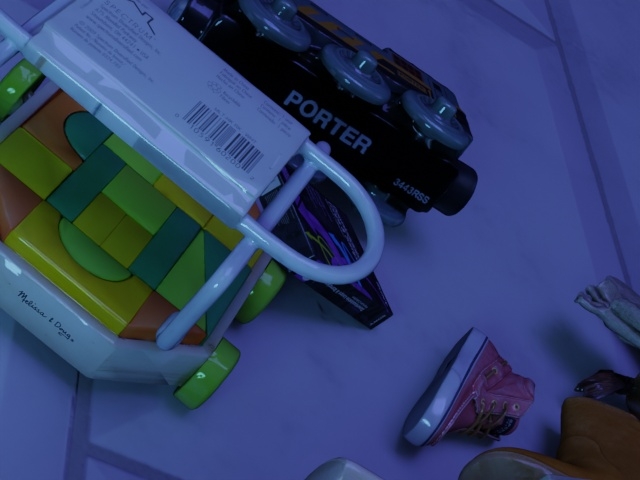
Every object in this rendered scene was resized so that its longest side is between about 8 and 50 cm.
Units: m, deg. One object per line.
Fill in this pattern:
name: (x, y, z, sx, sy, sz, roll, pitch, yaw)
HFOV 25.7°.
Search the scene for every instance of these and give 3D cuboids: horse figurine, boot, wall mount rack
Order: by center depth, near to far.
wall mount rack: (-0.106, -0.090, 0.994, 0.350, 0.130, 0.304, 40, 39, -4)
boot: (0.219, 0.203, 1.197, 0.295, 0.104, 0.211, 36, 27, -23)
horse figurine: (0.367, 0.188, 1.364, 0.263, 0.066, 0.174, 34, 0, 1)

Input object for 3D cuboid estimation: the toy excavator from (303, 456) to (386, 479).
toy excavator: (0.035, 0.305, 0.708, 0.222, 0.433, 0.445, 35, 61, -15)

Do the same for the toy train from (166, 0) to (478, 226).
toy train: (0.001, -0.142, 1.312, 0.334, 0.142, 0.190, 30, 23, -18)

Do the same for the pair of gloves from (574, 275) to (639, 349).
pair of gloves: (0.356, 0.112, 1.429, 0.204, 0.042, 0.240, 40, 10, 16)

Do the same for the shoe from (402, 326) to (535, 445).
shoe: (0.132, 0.140, 1.188, 0.081, 0.063, 0.178, 40, 27, 2)

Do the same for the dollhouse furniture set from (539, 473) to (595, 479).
dollhouse furniture set: (0.211, 0.345, 0.918, 0.286, 0.198, 0.303, 14, 43, -39)

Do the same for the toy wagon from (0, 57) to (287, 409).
toy wagon: (-0.143, -0.033, 1.073, 0.267, 0.068, 0.344, 41, 32, -7)

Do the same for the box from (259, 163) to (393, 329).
box: (0.000, 0.000, 1.180, 0.162, 0.029, 0.116, 40, 22, -58)
